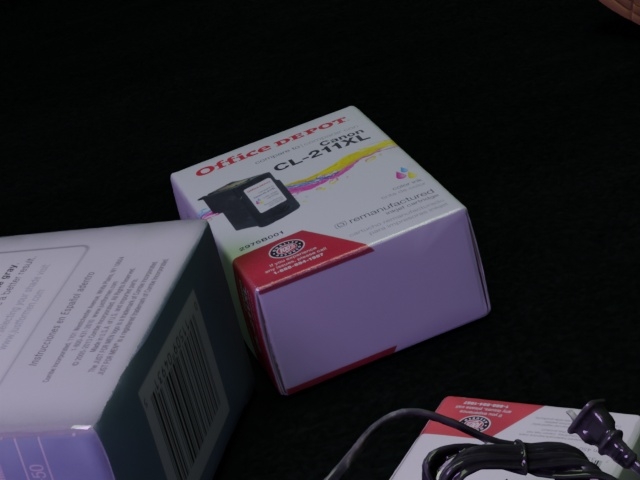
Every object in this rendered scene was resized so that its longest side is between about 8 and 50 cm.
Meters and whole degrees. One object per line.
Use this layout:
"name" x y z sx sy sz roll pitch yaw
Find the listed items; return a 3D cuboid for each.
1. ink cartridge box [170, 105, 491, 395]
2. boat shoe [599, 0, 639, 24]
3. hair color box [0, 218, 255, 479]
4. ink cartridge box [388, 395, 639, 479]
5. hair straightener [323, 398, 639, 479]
"ink cartridge box" 0.000 0.000 1.003 0.127 0.072 0.175 -22 29 -11
"boat shoe" 0.304 -0.191 1.187 0.277 0.098 0.096 17 40 31
"hair color box" -0.242 0.095 0.906 0.374 0.114 0.185 -5 29 18
"ink cartridge box" 0.075 0.131 0.743 0.099 0.056 0.135 4 34 30
"hair straightener" 0.099 0.106 0.681 0.230 0.047 0.089 3 46 -15
